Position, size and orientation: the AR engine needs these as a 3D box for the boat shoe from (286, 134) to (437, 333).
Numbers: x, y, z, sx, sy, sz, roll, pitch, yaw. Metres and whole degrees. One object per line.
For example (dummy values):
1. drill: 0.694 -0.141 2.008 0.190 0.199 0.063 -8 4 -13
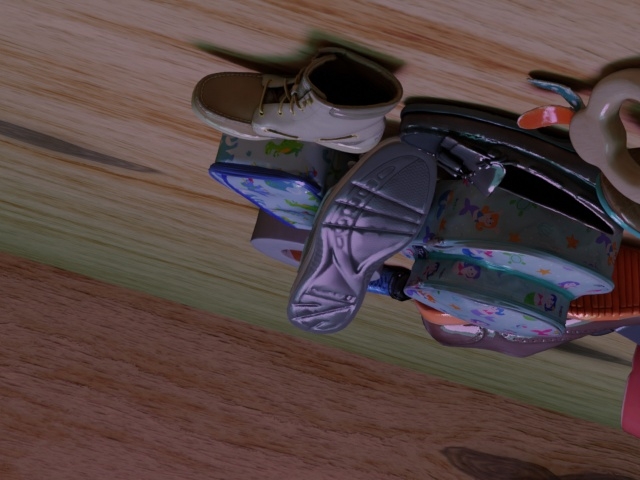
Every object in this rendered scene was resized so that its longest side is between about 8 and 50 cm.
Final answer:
1. boat shoe: 0.044 -0.018 1.491 0.118 0.103 0.320 14 132 -14

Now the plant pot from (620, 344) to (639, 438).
1. plant pot: 0.590 0.222 1.791 0.243 0.275 0.275 15 170 24

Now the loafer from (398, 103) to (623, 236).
1. loafer: 0.207 -0.076 1.284 0.267 0.084 0.096 15 169 3

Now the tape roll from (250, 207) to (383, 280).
1. tape roll: 0.000 0.000 1.956 0.219 0.072 0.219 15 168 3

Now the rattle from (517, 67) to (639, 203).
1. rattle: 0.297 -0.119 1.106 0.199 0.142 0.130 25 150 59

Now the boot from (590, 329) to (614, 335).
1. boot: 0.334 0.100 1.878 0.222 0.118 0.338 19 167 -26

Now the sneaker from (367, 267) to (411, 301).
1. sneaker: 0.112 0.072 2.178 0.152 0.058 0.084 16 175 -26

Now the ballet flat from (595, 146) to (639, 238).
1. ballet flat: 0.426 -0.030 1.206 0.342 0.116 0.124 22 146 -33

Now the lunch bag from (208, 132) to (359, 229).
1. lunch bag: -0.030 -0.078 1.589 0.176 0.090 0.219 11 167 33

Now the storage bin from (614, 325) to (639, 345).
1. storage bin: 0.467 0.105 1.697 0.091 0.098 0.135 -33 142 29

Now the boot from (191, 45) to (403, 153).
1. boot: -0.027 -0.152 1.254 0.213 0.077 0.165 11 169 -4

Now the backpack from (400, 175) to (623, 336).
1. backpack: 0.231 0.011 1.454 0.225 0.191 0.253 21 162 -23

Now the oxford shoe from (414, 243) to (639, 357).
1. oxford shoe: 0.316 0.086 1.656 0.363 0.130 0.133 -2 139 18
